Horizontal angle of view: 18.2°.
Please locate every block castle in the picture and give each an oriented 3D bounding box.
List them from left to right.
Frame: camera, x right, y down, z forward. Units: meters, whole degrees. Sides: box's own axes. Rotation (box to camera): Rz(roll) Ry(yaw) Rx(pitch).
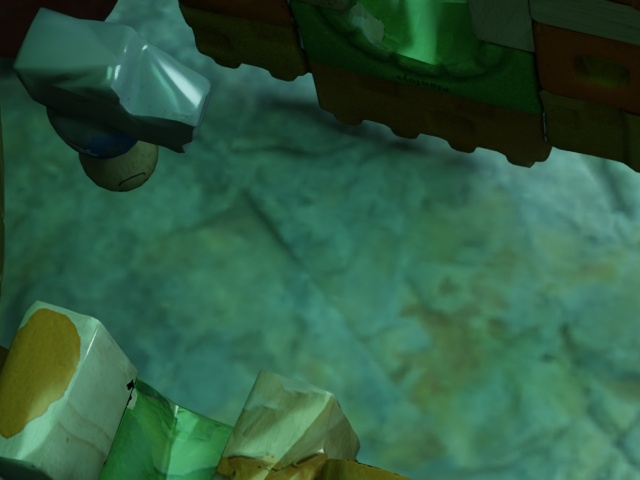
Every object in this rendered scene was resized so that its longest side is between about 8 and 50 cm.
[{"bbox_3d":[0.000,0.000,0.747,0.453,0.213,0.303,16,70,16],"label":"block castle"}]

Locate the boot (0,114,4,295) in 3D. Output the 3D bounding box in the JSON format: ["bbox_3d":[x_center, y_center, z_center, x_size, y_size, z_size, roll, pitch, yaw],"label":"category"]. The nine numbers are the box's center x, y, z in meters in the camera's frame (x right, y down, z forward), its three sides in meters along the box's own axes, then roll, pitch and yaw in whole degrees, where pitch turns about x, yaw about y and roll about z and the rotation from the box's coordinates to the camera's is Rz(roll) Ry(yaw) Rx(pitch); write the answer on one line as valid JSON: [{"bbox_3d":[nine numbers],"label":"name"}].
[{"bbox_3d":[-0.188,-0.030,0.633,0.165,0.077,0.213,-8,60,6],"label":"boot"}]
